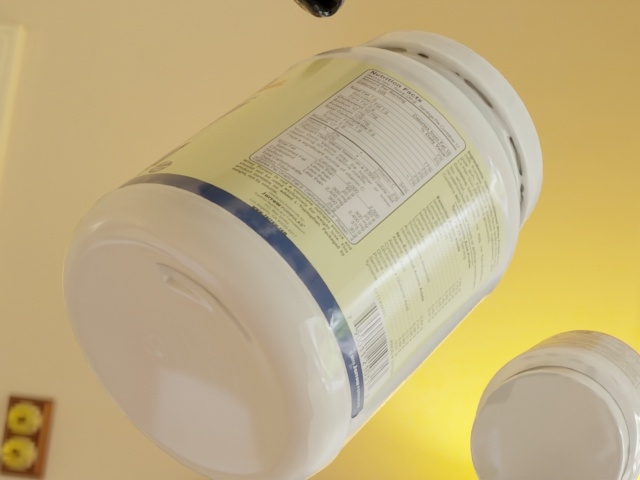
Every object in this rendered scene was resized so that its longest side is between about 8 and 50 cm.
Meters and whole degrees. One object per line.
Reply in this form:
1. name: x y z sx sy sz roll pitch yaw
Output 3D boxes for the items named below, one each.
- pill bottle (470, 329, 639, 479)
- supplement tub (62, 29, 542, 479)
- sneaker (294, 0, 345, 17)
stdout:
1. pill bottle: 0.238 0.176 1.206 0.160 0.160 0.283 5 3 19
2. supplement tub: 0.000 0.000 0.922 0.235 0.235 0.325 0 30 42
3. sneaker: -0.027 -0.367 1.331 0.109 0.130 0.286 -24 -54 0
